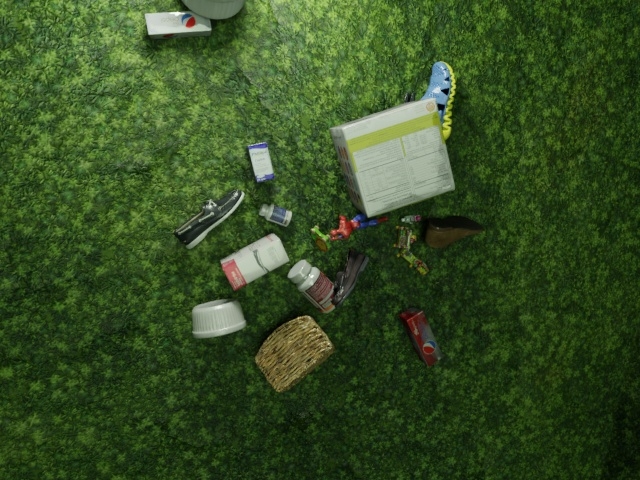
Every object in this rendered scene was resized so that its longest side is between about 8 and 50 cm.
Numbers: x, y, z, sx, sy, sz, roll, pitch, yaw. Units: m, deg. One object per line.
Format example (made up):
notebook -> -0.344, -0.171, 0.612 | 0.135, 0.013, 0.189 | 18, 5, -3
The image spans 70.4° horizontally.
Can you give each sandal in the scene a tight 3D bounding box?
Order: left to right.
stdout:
sandal -> 0.472, -0.574, 1.875 | 0.138, 0.126, 0.318 | 0, 98, -12

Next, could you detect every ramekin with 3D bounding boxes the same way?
ramekin -> -0.365, -0.895, 1.534 | 0.277, 0.135, 0.278 | 4, 77, -18
ramekin -> -0.394, 0.293, 1.738 | 0.207, 0.207, 0.109 | -10, 92, -14

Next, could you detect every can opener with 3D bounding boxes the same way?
can opener -> 0.361, -0.525, 1.891 | 0.059, 0.073, 0.186 | 4, 97, 23

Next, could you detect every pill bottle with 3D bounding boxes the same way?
pill bottle -> -0.179, -0.104, 1.796 | 0.120, 0.067, 0.067 | 20, 94, -18
pill bottle -> -0.023, 0.188, 1.862 | 0.121, 0.121, 0.221 | -46, 108, -4

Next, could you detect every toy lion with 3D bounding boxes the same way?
toy lion -> 0.000, 0.000, 1.862 | 0.100, 0.096, 0.034 | 39, 58, 18

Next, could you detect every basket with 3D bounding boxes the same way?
basket -> -0.112, 0.464, 1.900 | 0.299, 0.223, 0.213 | -39, 74, -6

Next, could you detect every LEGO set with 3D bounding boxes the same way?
LEGO set -> 0.401, 0.036, 1.964 | 0.132, 0.107, 0.287 | -18, 104, -12

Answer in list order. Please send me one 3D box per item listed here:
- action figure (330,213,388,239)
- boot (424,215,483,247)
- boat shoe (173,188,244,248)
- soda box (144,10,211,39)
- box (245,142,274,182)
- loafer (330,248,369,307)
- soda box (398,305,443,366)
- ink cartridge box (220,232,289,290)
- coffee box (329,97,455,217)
action figure -> 0.133, -0.071, 1.889 | 0.280, 0.139, 0.092 | -23, 103, -34
boot -> 0.587, -0.036, 2.014 | 0.305, 0.112, 0.115 | -3, 124, -26
boat shoe -> -0.419, -0.098, 1.706 | 0.302, 0.114, 0.091 | -45, 114, -5
soda box -> -0.496, -0.755, 1.591 | 0.215, 0.074, 0.069 | -10, 102, -14
box -> -0.230, -0.296, 1.718 | 0.072, 0.126, 0.137 | -15, 104, -11
loafer -> 0.100, 0.148, 1.847 | 0.095, 0.109, 0.303 | 38, 46, -1
soda box -> 0.457, 0.435, 2.061 | 0.092, 0.083, 0.263 | -29, 105, -10
ink cartridge box -> -0.255, 0.077, 1.750 | 0.237, 0.172, 0.100 | -28, 106, -10
coffee box -> 0.259, -0.314, 1.714 | 0.337, 0.338, 0.335 | -19, 105, -1
